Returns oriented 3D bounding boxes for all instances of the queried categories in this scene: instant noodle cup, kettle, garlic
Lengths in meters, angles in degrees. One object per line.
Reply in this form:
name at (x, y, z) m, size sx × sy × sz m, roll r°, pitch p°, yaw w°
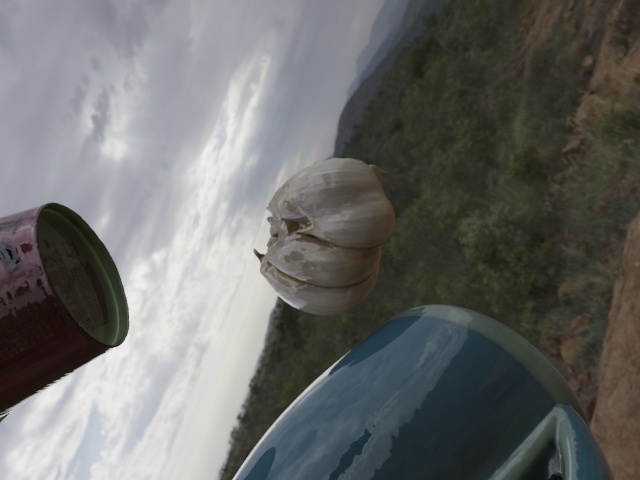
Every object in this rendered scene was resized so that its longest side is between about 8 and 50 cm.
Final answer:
instant noodle cup at (-0.341, 0.074, 0.624) m, size 0.235 × 0.179 × 0.234 m, roll -23°, pitch -90°, yaw -89°
kettle at (0.065, 0.222, 0.438) m, size 0.342 × 0.247 × 0.320 m, roll -26°, pitch 3°, yaw -42°
garlic at (0.001, 0.017, 0.847) m, size 0.281 × 0.203 × 0.184 m, roll 112°, pitch 153°, yaw -67°
